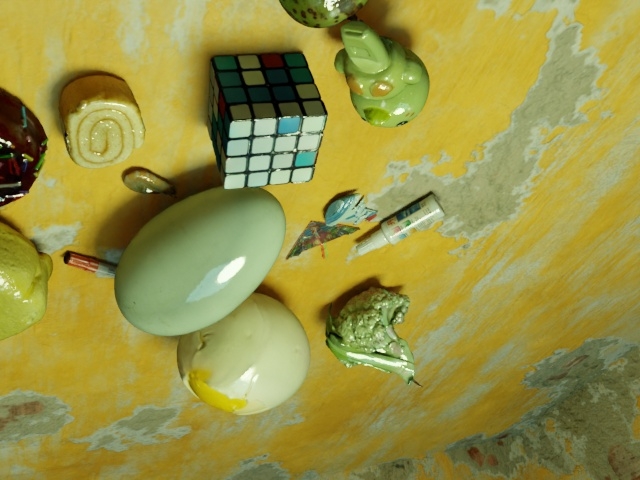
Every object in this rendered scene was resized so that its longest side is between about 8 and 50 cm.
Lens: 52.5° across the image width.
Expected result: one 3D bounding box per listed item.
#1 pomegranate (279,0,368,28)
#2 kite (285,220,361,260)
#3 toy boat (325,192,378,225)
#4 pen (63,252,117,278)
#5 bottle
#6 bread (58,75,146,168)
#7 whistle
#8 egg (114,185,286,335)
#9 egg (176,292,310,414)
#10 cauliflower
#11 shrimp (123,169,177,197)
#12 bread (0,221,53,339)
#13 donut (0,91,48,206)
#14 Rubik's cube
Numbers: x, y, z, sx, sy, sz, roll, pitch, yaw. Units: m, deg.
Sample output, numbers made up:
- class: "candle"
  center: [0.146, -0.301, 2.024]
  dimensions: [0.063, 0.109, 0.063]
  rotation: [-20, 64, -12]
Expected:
- class: "pomegranate"
  center: [-0.004, -0.361, 0.850]
  dimensions: [0.148, 0.148, 0.169]
  rotation: [-38, 137, 25]
- class: "kite"
  center: [0.000, 0.000, 1.479]
  dimensions: [0.190, 0.010, 0.159]
  rotation: [-22, 147, 5]
- class: "toy boat"
  center: [0.061, -0.059, 1.419]
  dimensions: [0.105, 0.034, 0.149]
  rotation: [-31, 158, 12]
- class: "pen"
  center: [-0.418, 0.068, 1.341]
  dimensions: [0.028, 0.028, 0.239]
  rotation: [-37, 143, 24]
- class: "bottle"
  center: [0.179, -0.028, 1.486]
  dimensions: [0.217, 0.060, 0.060]
  rotation: [-32, 145, 15]
- class: "bread"
  center: [-0.332, -0.176, 0.995]
  dimensions: [0.122, 0.073, 0.149]
  rotation: [-10, 146, -19]
- class: "whistle"
  center: [0.088, -0.245, 1.002]
  dimensions: [0.141, 0.141, 0.294]
  rotation: [-35, 172, 22]
- class: "egg"
  center: [-0.223, 0.034, 1.214]
  dimensions: [0.371, 0.230, 0.230]
  rotation: [-37, 144, 13]
- class: "egg"
  center: [-0.167, 0.266, 1.529]
  dimensions: [0.283, 0.283, 0.345]
  rotation: [-33, 150, 19]
- class: "cauliflower"
  center: [0.153, 0.263, 1.703]
  dimensions: [0.256, 0.315, 0.239]
  rotation: [-49, 177, 24]
- class: "shrimp"
  center: [-0.308, -0.097, 1.170]
  dimensions: [0.059, 0.023, 0.108]
  rotation: [-26, 148, 26]
- class: "bread"
  center: [-0.617, 0.074, 1.141]
  dimensions: [0.270, 0.148, 0.270]
  rotation: [-11, 143, -8]
- class: "donut"
  center: [-0.526, -0.124, 0.956]
  dimensions: [0.235, 0.089, 0.235]
  rotation: [-15, 148, -10]
- class: "Rubik's cube"
  center: [-0.091, -0.190, 1.034]
  dimensions: [0.154, 0.151, 0.155]
  rotation: [-7, 145, -17]
